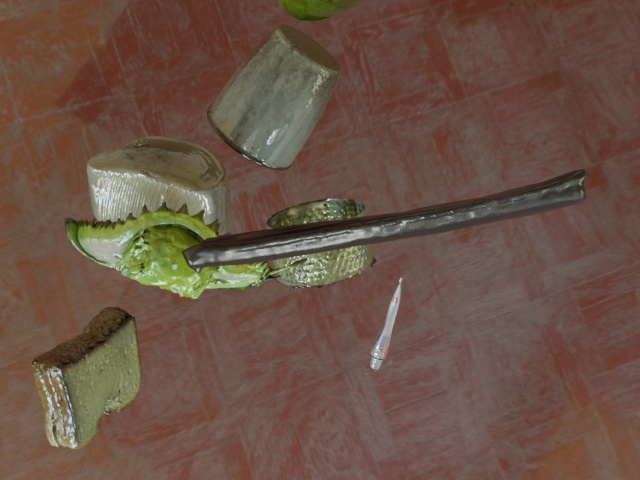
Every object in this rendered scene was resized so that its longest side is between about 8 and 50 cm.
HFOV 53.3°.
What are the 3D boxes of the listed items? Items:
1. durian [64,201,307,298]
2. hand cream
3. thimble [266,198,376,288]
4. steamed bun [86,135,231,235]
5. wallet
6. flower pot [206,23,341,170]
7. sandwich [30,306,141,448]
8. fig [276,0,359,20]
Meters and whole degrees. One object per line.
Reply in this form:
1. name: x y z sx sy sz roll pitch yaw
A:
1. durian: -0.210 0.016 0.947 0.374 0.107 0.132 12 80 3
2. hand cream: 0.143 0.172 1.344 0.038 0.052 0.216 12 104 -18
3. thimble: 0.000 0.000 1.608 0.270 0.271 0.150 -12 109 -7
4. steamed bun: -0.428 -0.153 1.765 0.383 0.247 0.236 9 41 3
5. wallet: 0.044 -0.012 0.488 0.285 0.146 0.030 -9 88 -3
6. flower pot: -0.114 -0.409 1.807 0.293 0.293 0.330 44 116 4
7. sandwich: -0.526 0.321 1.481 0.095 0.273 0.249 6 112 18
8. fig: -0.003 -0.611 1.349 0.315 0.316 0.317 1 79 -4
